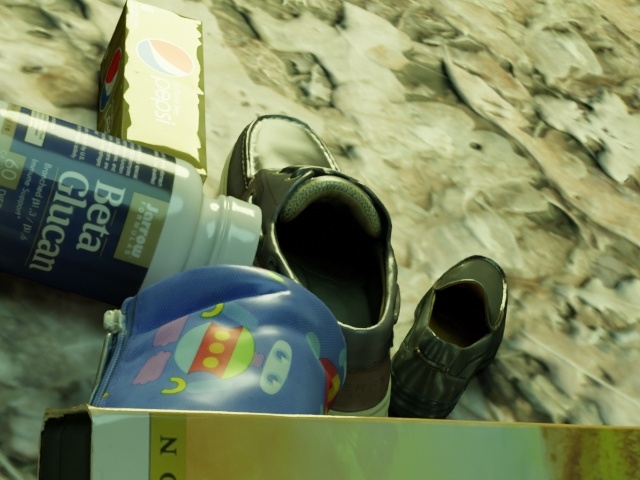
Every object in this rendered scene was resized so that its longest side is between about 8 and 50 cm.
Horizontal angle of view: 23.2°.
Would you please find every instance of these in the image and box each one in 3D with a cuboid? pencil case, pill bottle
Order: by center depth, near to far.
[{"bbox_3d":[-0.073,0.129,0.733,0.133,0.119,0.306,24,35,-5],"label":"pencil case"},{"bbox_3d":[-0.125,-0.013,0.902,0.169,0.094,0.094,17,36,-13],"label":"pill bottle"}]

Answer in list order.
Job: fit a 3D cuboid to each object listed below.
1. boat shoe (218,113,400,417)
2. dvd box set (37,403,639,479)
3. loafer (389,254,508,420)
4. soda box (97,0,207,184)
[{"bbox_3d":[0.000,0.000,0.968,0.103,0.092,0.285,11,36,-16],"label":"boat shoe"},{"bbox_3d":[0.091,0.224,0.625,0.420,0.062,0.307,6,78,-28],"label":"dvd box set"},{"bbox_3d":[0.091,0.051,0.993,0.062,0.061,0.170,28,34,3],"label":"loafer"},{"bbox_3d":[-0.112,-0.082,1.028,0.058,0.061,0.181,15,37,-18],"label":"soda box"}]
